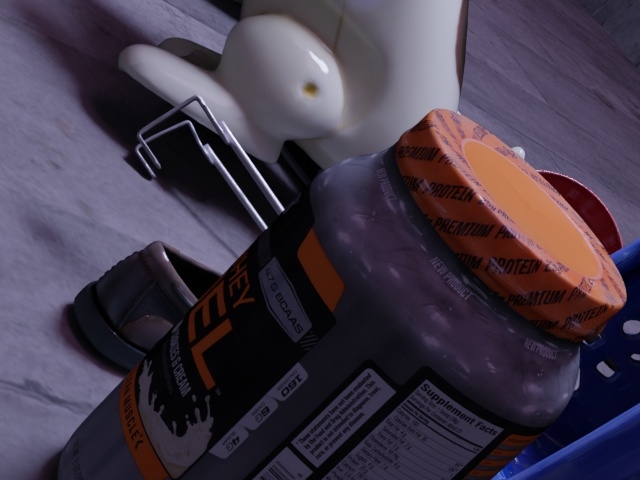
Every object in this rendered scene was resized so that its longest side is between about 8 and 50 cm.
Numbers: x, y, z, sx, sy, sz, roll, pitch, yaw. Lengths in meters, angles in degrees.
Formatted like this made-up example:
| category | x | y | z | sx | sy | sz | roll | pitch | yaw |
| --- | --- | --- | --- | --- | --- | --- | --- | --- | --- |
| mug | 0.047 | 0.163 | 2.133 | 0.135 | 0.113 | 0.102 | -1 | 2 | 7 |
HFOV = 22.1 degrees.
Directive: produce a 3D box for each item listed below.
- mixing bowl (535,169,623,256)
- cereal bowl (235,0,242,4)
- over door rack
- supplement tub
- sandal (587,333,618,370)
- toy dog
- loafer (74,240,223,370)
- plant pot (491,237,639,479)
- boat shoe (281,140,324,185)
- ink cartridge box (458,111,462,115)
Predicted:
| category | x | y | z | sx | sy | sz | roll | pitch | yaw |
| --- | --- | --- | --- | --- | --- | --- | --- | --- | --- |
| mixing bowl | 0.232 | 0.022 | 1.813 | 0.181 | 0.181 | 0.098 | 45 | -21 | 2 |
| cereal bowl | -0.094 | -0.390 | 1.998 | 0.339 | 0.141 | 0.339 | 39 | 19 | -16 |
| over door rack | 0.000 | 0.000 | 1.307 | 0.324 | 0.108 | 0.239 | 44 | -5 | -4 |
| supplement tub | 0.012 | 0.086 | 0.947 | 0.193 | 0.316 | 0.193 | 39 | 19 | -16 |
| sandal | 0.324 | 0.083 | 2.019 | 0.179 | 0.040 | 0.067 | 48 | 19 | 10 |
| toy dog | 0.062 | -0.253 | 1.484 | 0.395 | 0.408 | 0.284 | 33 | 10 | 8 |
| loafer | -0.059 | 0.066 | 1.201 | 0.267 | 0.084 | 0.096 | 20 | 31 | -51 |
| plant pot | 0.285 | 0.171 | 1.469 | 0.212 | 0.236 | 0.236 | 48 | 17 | -24 |
| boat shoe | 0.019 | -0.059 | 1.657 | 0.081 | 0.079 | 0.227 | -3 | 46 | -49 |
| ink cartridge box | 0.119 | -0.134 | 1.931 | 0.332 | 0.065 | 0.165 | 45 | -6 | 7 |
